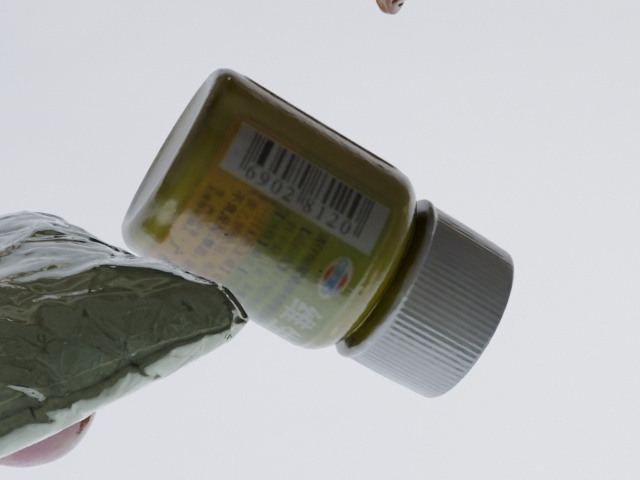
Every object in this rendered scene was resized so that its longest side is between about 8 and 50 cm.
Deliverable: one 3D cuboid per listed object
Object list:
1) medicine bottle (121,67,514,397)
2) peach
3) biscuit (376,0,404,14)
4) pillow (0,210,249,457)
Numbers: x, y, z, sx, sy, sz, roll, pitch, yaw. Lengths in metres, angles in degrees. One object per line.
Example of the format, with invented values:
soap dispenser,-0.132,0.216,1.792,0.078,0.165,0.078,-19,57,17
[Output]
medicine bottle,0.000,0.000,1.577,0.384,0.224,0.224,29,-138,-12
peach,-0.287,0.166,1.434,0.151,0.151,0.118,2,-130,-3
biscuit,0.071,-0.254,1.355,0.015,0.078,0.091,11,-102,21
pillow,-0.216,0.049,0.751,0.280,0.076,0.274,-21,-158,-26
